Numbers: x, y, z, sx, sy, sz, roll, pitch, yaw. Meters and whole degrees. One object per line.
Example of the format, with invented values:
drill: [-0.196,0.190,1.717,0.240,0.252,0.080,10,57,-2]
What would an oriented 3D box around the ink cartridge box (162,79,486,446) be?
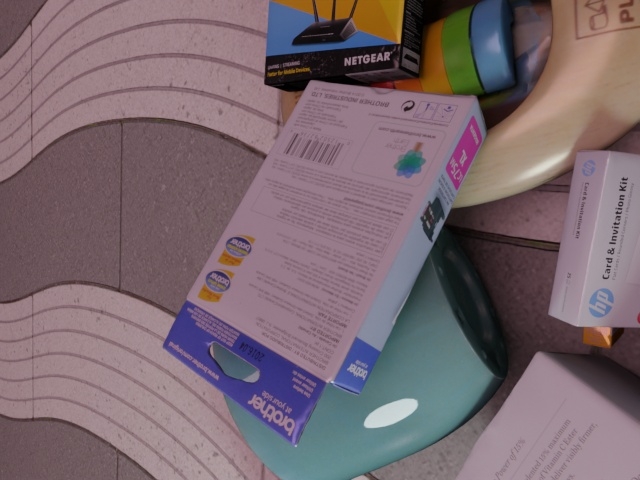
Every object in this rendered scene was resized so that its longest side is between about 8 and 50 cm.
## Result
ink cartridge box: [0.000,0.000,0.450,0.186,0.065,0.310,20,75,37]

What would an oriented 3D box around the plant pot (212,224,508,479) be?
plant pot: [0.064,0.103,0.566,0.235,0.293,0.292,-28,75,26]

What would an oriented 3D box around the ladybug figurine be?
ladybug figurine: [0.155,-0.185,0.542,0.450,0.162,0.304,-1,91,39]

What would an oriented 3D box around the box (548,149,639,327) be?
box: [0.299,0.003,0.431,0.038,0.187,0.145,-147,63,-73]

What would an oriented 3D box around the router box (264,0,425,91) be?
router box: [0.020,-0.232,0.514,0.179,0.046,0.133,8,96,39]

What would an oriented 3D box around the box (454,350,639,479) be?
box: [0.295,0.278,0.389,0.345,0.168,0.214,41,111,46]

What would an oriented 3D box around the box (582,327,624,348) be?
box: [0.290,0.033,0.498,0.028,0.081,0.136,2,93,40]
